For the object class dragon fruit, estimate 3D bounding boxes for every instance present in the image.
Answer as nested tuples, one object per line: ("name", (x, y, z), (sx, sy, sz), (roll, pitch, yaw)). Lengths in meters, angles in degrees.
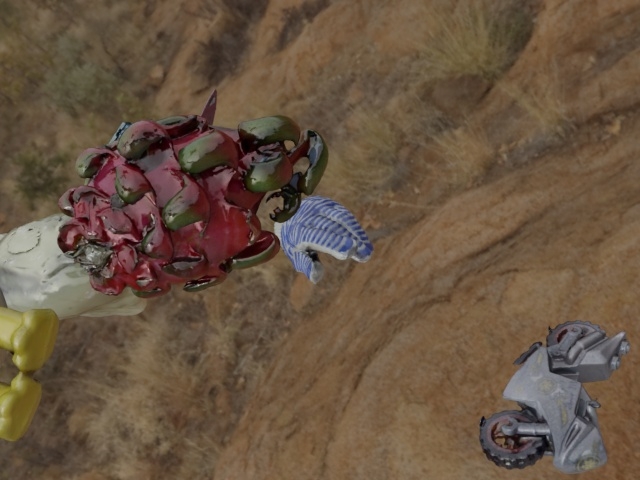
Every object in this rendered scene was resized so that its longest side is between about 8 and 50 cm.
("dragon fruit", (-0.132, -0.042, 0.734), (0.273, 0.218, 0.198), (-19, 33, 14))

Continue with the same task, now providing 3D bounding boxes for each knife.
("knife", (-0.235, -0.167, 1.307), (0.018, 0.035, 0.247), (20, 89, 52))

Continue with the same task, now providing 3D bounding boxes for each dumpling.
("dumpling", (-0.381, 0.067, 1.084), (0.318, 0.243, 0.187), (4, 50, 33))

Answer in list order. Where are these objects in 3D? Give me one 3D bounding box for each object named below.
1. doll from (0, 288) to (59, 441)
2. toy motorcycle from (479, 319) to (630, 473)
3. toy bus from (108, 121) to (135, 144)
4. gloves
("doll", (-0.291, 0.041, 0.408), (0.293, 0.119, 0.138), (13, 81, 16))
("toy motorcycle", (0.257, 0.157, 0.716), (0.122, 0.080, 0.215), (14, 43, 42))
("toy bus", (-0.229, -0.083, 1.026), (0.184, 0.106, 0.090), (50, 118, 12))
("gloves", (-0.006, -0.003, 0.952), (0.119, 0.097, 0.229), (-61, 29, -6))
